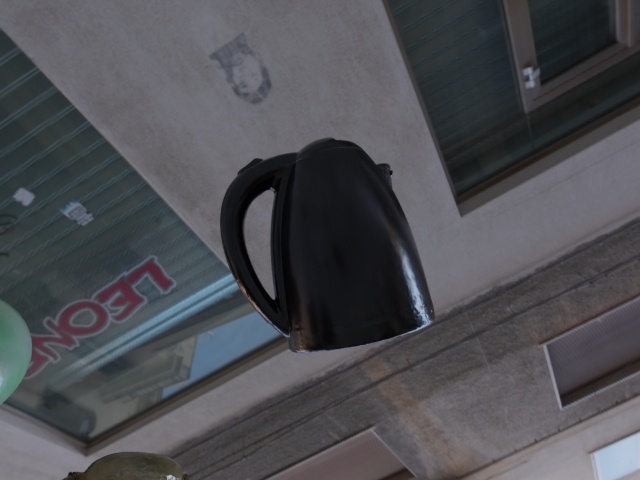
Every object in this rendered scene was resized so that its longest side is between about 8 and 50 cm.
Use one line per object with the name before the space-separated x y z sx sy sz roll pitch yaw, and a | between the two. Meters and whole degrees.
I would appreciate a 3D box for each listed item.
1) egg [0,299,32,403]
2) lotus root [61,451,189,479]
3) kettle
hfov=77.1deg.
egg | -0.596 0.189 0.644 0.270 0.220 0.220 -5 -135 44
lotus root | -0.225 0.285 0.467 0.062 0.150 0.073 -19 -121 59
kettle | 0.000 0.000 0.571 0.269 0.290 0.207 -11 176 -13
